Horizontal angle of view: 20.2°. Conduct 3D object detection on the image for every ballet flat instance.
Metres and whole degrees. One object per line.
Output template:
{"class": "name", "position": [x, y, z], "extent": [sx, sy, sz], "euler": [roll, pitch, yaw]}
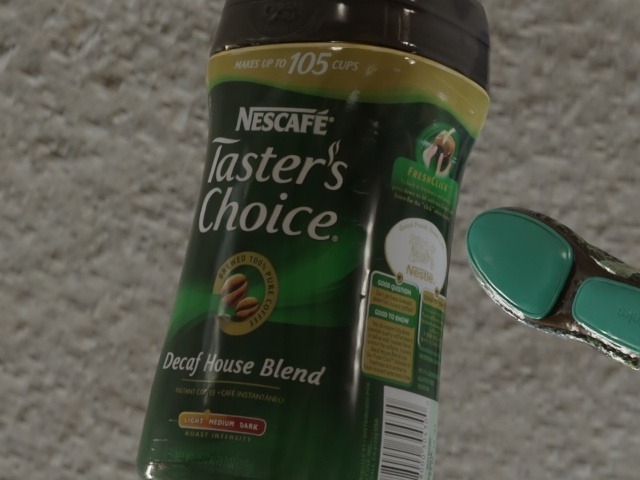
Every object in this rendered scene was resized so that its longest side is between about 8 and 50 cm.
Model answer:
{"class": "ballet flat", "position": [0.165, 0.035, 1.099], "extent": [0.188, 0.070, 0.070], "euler": [36, 153, 46]}

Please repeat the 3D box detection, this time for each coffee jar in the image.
{"class": "coffee jar", "position": [0.000, 0.000, 0.603], "extent": [0.096, 0.184, 0.079], "euler": [0, 166, 39]}
